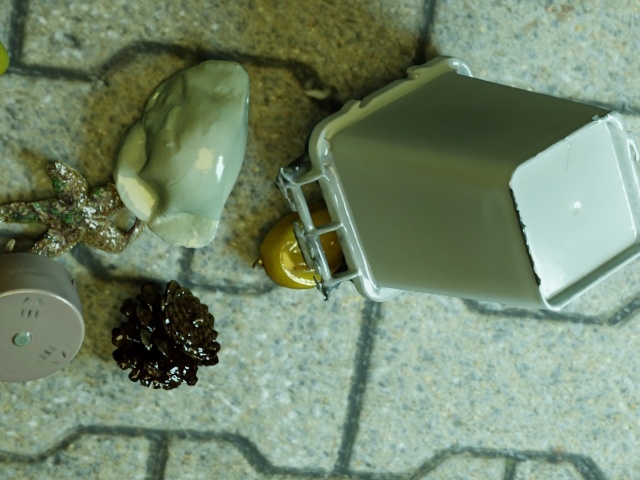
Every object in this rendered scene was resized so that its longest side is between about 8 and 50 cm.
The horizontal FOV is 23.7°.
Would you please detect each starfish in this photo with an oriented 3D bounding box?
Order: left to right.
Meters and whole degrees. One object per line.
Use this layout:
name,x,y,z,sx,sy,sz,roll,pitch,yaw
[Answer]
starfish,-0.291,-0.039,1.840,0.210,0.053,0.150,-32,125,-8

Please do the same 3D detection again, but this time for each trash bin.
trash bin,0.167,-0.047,1.757,0.296,0.368,0.256,-29,114,-26

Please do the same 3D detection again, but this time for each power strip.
power strip,-0.360,0.094,1.812,0.154,0.078,0.154,-10,132,-11

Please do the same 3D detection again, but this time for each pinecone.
pinecone,-0.195,0.120,1.866,0.121,0.140,0.140,-36,116,28

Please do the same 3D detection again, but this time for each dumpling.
dumpling,-0.164,-0.111,1.814,0.151,0.124,0.229,18,90,9

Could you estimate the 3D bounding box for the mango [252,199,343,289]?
mango,0.000,0.000,1.916,0.187,0.066,0.101,-28,106,-14

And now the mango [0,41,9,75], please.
mango,-0.505,-0.192,1.686,0.317,0.119,0.176,-13,102,-17
